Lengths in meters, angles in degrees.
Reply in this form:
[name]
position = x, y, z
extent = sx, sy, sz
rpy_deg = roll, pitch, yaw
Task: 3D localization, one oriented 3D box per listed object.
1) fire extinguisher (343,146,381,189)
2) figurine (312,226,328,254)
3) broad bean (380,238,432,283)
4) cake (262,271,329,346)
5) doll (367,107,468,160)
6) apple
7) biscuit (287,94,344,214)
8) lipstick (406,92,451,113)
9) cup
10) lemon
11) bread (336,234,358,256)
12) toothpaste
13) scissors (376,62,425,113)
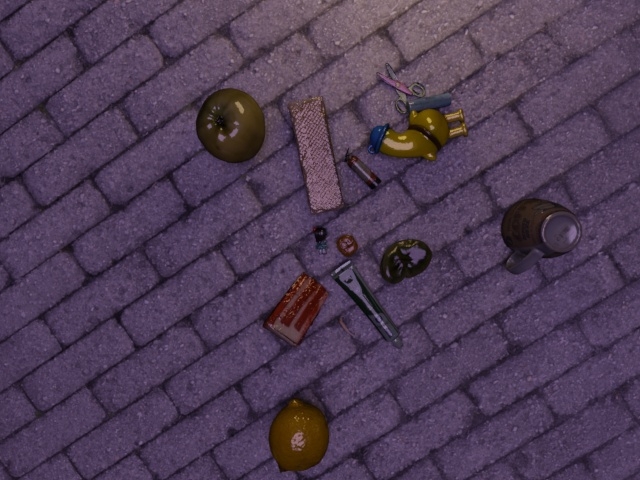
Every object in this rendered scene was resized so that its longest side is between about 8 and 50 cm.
[fire extinguisher]
position = 0.153, -0.270, 1.801
extent = 0.177, 0.050, 0.062
rpy_deg = 45, 120, -2
[figurine]
position = 0.000, 0.000, 1.830
extent = 0.060, 0.047, 0.106
rpy_deg = 3, 104, 37
[broad bean]
position = 0.318, 0.077, 1.820
extent = 0.206, 0.072, 0.153
rpy_deg = -35, 95, -8
[cake]
position = -0.095, 0.279, 1.850
extent = 0.158, 0.160, 0.262
rpy_deg = 37, 60, -1
[doll]
position = 0.349, -0.376, 1.743
extent = 0.362, 0.145, 0.200
rpy_deg = -15, 85, 7
[apple]
position = -0.324, -0.410, 1.717
extent = 0.262, 0.262, 0.262
rpy_deg = 0, 94, 2
[biscuit]
position = -0.017, -0.315, 1.789
extent = 0.144, 0.078, 0.426
rpy_deg = -10, 93, 3
[lipstick]
position = 0.399, -0.507, 1.771
extent = 0.157, 0.048, 0.048
rpy_deg = -13, 94, -3
[cup]
position = 0.771, -0.007, 1.704
extent = 0.227, 0.257, 0.301
rpy_deg = 33, 96, 1
[lemon]
position = -0.078, 0.725, 1.796
extent = 0.228, 0.228, 0.254
rpy_deg = 11, 93, 1
[bread]
position = 0.102, 0.020, 1.826
extent = 0.081, 0.046, 0.083
rpy_deg = -7, 95, 5
[toothpaste]
position = 0.190, 0.254, 1.836
extent = 0.098, 0.061, 0.392
rpy_deg = -37, 89, 4
[scissors]
position = 0.292, -0.578, 1.790
extent = 0.187, 0.020, 0.133
rpy_deg = 45, 91, -4
